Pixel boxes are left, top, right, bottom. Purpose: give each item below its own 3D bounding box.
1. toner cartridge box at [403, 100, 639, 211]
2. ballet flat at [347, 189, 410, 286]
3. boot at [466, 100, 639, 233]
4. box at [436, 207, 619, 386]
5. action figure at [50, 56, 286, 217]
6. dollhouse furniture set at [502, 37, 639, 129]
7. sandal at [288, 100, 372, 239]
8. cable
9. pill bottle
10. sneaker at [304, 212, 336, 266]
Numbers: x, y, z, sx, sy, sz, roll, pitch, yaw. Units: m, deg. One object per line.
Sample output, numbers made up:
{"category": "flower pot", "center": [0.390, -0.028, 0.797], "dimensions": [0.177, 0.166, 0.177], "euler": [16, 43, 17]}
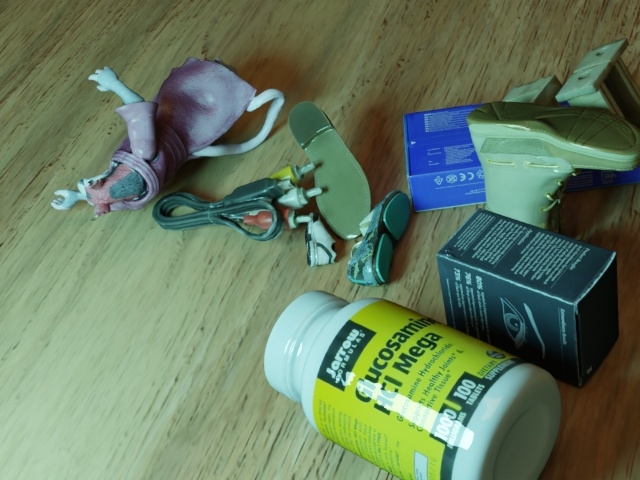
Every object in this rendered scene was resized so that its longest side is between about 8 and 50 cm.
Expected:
{"category": "toner cartridge box", "center": [0.306, -0.143, 1.821], "dimensions": [0.348, 0.075, 0.165], "euler": [-7, 40, 8]}
{"category": "ballet flat", "center": [0.080, -0.006, 1.740], "dimensions": [0.070, 0.070, 0.188], "euler": [3, 40, 19]}
{"category": "boot", "center": [0.328, -0.077, 1.637], "dimensions": [0.262, 0.203, 0.095], "euler": [13, 37, 36]}
{"category": "box", "center": [0.267, 0.071, 1.526], "dimensions": [0.207, 0.153, 0.108], "euler": [21, 51, 33]}
{"category": "action figure", "center": [-0.259, -0.132, 1.904], "dimensions": [0.276, 0.248, 0.370], "euler": [25, 40, 3]}
{"category": "dollhouse furniture set", "center": [0.376, -0.188, 1.729], "dimensions": [0.184, 0.129, 0.129], "euler": [-13, 30, 50]}
{"category": "sandal", "center": [0.028, -0.106, 1.851], "dimensions": [0.088, 0.079, 0.240], "euler": [-30, 70, 14]}
{"category": "cable", "center": [-0.134, -0.036, 1.836], "dimensions": [0.287, 0.072, 0.139], "euler": [-15, 53, 29]}
{"category": "pill bottle", "center": [0.100, 0.181, 1.418], "dimensions": [0.334, 0.188, 0.188], "euler": [22, 52, 35]}
{"category": "sneaker", "center": [0.000, 0.000, 1.779], "dimensions": [0.044, 0.040, 0.109], "euler": [1, 43, -7]}
